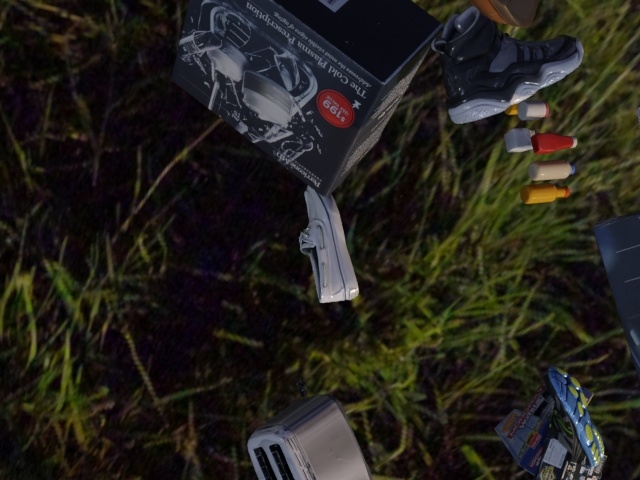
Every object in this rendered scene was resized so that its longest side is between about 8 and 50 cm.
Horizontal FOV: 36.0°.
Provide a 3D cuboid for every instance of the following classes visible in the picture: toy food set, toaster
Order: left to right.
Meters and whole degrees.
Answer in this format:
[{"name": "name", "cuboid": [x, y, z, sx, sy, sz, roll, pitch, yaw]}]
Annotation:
[{"name": "toaster", "cuboid": [-0.022, 0.358, 1.629, 0.146, 0.129, 0.227, -23, 92, -48]}, {"name": "toy food set", "cuboid": [0.462, -0.200, 2.044, 0.104, 0.111, 0.232, -5, 75, -22]}]

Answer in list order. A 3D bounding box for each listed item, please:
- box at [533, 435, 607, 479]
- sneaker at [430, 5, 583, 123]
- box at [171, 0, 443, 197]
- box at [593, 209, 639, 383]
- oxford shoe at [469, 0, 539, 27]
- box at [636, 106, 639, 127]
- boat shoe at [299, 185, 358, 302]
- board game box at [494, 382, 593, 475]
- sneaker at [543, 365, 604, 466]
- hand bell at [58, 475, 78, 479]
[{"name": "box", "cuboid": [0.441, 0.453, 1.785, 0.220, 0.051, 0.175, 28, 81, -55]}, {"name": "sneaker", "cuboid": [0.277, -0.287, 1.458, 0.268, 0.101, 0.153, -31, 103, -28]}, {"name": "box", "cuboid": [-0.034, -0.297, 1.569, 0.343, 0.312, 0.179, 38, 57, 6]}, {"name": "box", "cuboid": [0.541, 0.122, 1.145, 0.212, 0.293, 0.396, -1, 73, -51]}, {"name": "oxford shoe", "cuboid": [0.160, -0.308, 1.066, 0.076, 0.076, 0.212, -58, 135, -16]}, {"name": "box", "cuboid": [0.539, -0.139, 1.321, 0.119, 0.182, 0.181, 9, 60, -20]}, {"name": "boat shoe", "cuboid": [0.000, 0.000, 1.704, 0.075, 0.083, 0.226, -13, 66, -13]}, {"name": "board game box", "cuboid": [0.424, 0.357, 1.939, 0.060, 0.194, 0.194, 35, 81, -8]}, {"name": "sneaker", "cuboid": [0.404, 0.295, 1.624, 0.067, 0.078, 0.188, -45, 116, -48]}, {"name": "hand bell", "cuboid": [-0.336, 0.440, 1.554, 0.242, 0.126, 0.126, 23, 47, 35]}]
